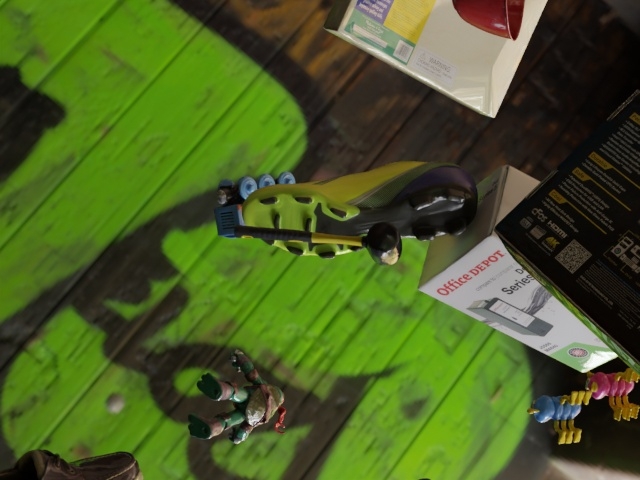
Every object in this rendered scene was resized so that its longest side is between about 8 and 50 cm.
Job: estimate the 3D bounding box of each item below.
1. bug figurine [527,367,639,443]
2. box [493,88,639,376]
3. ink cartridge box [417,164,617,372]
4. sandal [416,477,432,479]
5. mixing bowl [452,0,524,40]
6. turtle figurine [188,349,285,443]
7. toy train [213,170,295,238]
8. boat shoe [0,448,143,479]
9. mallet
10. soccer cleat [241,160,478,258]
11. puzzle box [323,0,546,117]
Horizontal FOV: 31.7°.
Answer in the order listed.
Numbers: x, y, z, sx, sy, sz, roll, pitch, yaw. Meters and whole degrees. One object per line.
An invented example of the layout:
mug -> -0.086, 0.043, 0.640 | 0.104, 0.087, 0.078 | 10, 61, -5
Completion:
bug figurine -> 0.426, 0.171, 1.734 | 0.216, 0.279, 0.072 | 6, -165, -30
box -> 0.363, 0.007, 1.083 | 0.322, 0.257, 0.079 | 47, 180, 39
ink cartridge box -> 0.291, 0.042, 1.450 | 0.272, 0.115, 0.198 | 26, 149, -12
sandal -> 0.174, 0.542, 2.212 | 0.049, 0.180, 0.072 | 27, -170, -22
mixing bowl -> 0.263, -0.406, 1.781 | 0.098, 0.181, 0.181 | 3, 150, 19
turtle figurine -> -0.137, 0.286, 2.029 | 0.118, 0.175, 0.234 | 0, 180, 31
toy train -> -0.110, -0.064, 1.998 | 0.080, 0.184, 0.105 | -2, 96, 42
boat shoe -> -0.352, 0.309, 1.416 | 0.103, 0.285, 0.092 | 9, 107, 51
mallet -> 0.000, 0.000, 1.261 | 0.189, 0.039, 0.062 | 3, 164, 16
soccer cleat -> 0.049, -0.046, 1.392 | 0.121, 0.289, 0.093 | -93, -2, -60
puzzle box -> 0.219, -0.419, 2.021 | 0.409, 0.272, 0.052 | 22, -176, -36
